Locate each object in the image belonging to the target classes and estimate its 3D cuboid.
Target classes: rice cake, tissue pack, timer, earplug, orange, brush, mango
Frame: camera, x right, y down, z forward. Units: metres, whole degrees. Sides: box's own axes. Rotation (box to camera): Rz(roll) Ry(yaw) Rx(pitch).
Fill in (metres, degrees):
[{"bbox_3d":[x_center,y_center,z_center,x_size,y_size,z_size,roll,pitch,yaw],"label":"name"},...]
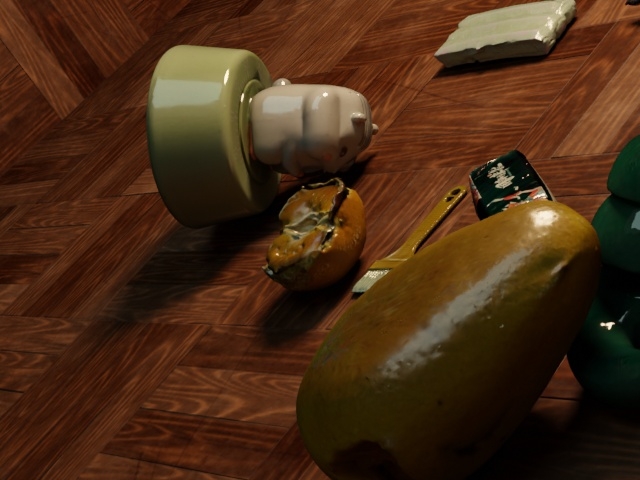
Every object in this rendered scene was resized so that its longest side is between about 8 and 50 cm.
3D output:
[{"bbox_3d":[0.291,-0.327,2.191,0.237,0.043,0.127,-3,40,51],"label":"rice cake"},{"bbox_3d":[0.237,-0.023,1.627,0.090,0.103,0.170,-26,25,3],"label":"tissue pack"},{"bbox_3d":[-0.071,-0.168,2.146,0.315,0.290,0.290,-2,35,18],"label":"timer"},{"bbox_3d":[0.326,0.015,1.367,0.164,0.280,0.257,10,9,32],"label":"earplug"},{"bbox_3d":[0.000,0.000,1.875,0.170,0.112,0.160,-50,28,26],"label":"orange"},{"bbox_3d":[0.128,-0.002,1.838,0.082,0.010,0.218,-1,39,52],"label":"brush"},{"bbox_3d":[0.128,0.101,1.371,0.365,0.182,0.253,-49,16,17],"label":"mango"}]

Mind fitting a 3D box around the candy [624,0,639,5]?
[{"bbox_3d":[0.507,-0.401,2.052,0.094,0.051,0.226,-30,20,36],"label":"candy"}]
